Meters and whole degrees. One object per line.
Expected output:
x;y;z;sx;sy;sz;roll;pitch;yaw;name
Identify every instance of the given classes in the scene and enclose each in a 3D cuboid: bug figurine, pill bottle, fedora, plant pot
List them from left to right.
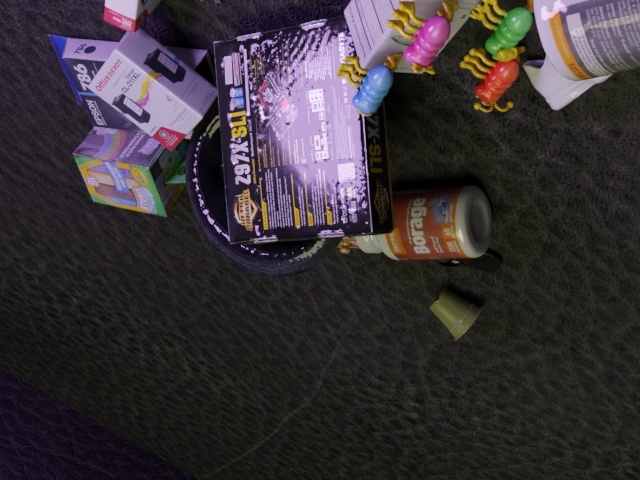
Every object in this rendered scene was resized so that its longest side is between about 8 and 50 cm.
-0.062;-0.102;1.606;0.334;0.152;0.334;2;93;29;fedora
0.170;-0.027;1.624;0.216;0.121;0.121;-3;134;34;pill bottle
0.172;-0.236;1.268;0.279;0.072;0.216;-8;156;-19;bug figurine
0.251;0.133;1.818;0.079;0.083;0.083;39;144;3;plant pot
0.399;-0.285;1.091;0.278;0.162;0.162;-7;132;38;pill bottle

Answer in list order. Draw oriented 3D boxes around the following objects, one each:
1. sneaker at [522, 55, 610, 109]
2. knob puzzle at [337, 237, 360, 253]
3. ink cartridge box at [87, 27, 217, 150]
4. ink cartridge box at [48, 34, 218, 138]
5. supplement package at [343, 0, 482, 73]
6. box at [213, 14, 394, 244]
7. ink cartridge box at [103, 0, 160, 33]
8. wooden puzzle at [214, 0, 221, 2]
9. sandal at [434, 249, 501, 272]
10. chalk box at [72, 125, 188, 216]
0.351;-0.257;1.278;0.094;0.080;0.212;45;143;-5;sneaker
0.000;0.000;1.759;0.213;0.030;0.213;8;172;1;knob puzzle
-0.274;-0.247;1.566;0.175;0.072;0.127;37;142;-14;ink cartridge box
-0.332;-0.268;1.689;0.333;0.065;0.165;10;141;23;ink cartridge box
0.124;-0.318;1.279;0.105;0.105;0.179;-3;155;-27;supplement package
-0.028;-0.160;1.450;0.257;0.079;0.322;-5;91;33;box
-0.279;-0.400;1.460;0.056;0.099;0.135;26;145;1;ink cartridge box
-0.183;-0.399;1.482;0.049;0.006;0.083;-15;128;42;wooden puzzle
0.234;0.022;1.714;0.179;0.040;0.067;19;143;10;sandal
-0.321;-0.139;1.780;0.213;0.132;0.132;13;141;20;chalk box
